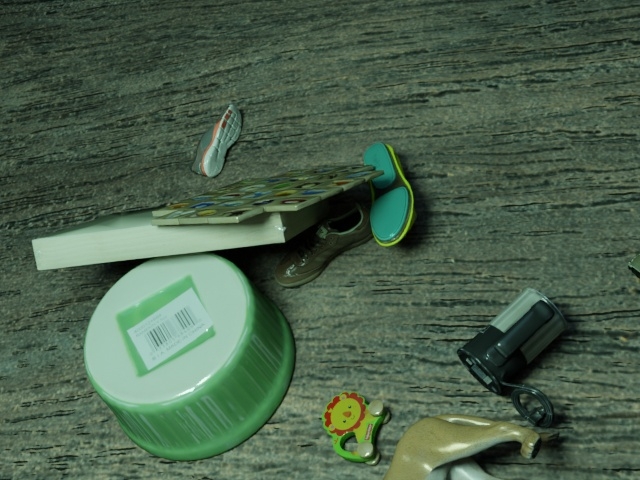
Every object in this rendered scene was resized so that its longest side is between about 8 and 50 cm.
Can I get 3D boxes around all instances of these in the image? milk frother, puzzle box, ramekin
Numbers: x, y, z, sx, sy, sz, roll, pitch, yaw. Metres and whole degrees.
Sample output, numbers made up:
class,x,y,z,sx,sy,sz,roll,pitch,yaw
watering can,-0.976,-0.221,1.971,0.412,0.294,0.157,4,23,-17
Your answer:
class,x,y,z,sx,sy,sz,roll,pitch,yaw
milk frother,0.288,0.160,1.264,0.134,0.129,0.143,-41,95,-11
puzzle box,-0.211,-0.022,1.487,0.408,0.272,0.052,-6,98,17
ramekin,-0.204,0.161,1.397,0.303,0.148,0.303,-10,53,13

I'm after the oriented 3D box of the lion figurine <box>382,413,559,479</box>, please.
class,x,y,z,sx,sy,sz,roll,pitch,yaw
lion figurine,0.110,0.339,1.182,0.240,0.142,0.392,20,50,39

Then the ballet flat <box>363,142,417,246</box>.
class,x,y,z,sx,sy,sz,roll,pitch,yaw
ballet flat,0.119,-0.064,1.486,0.077,0.077,0.231,-28,41,19

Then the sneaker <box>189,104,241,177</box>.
class,x,y,z,sx,sy,sz,roll,pitch,yaw
sneaker,-0.199,-0.188,1.711,0.065,0.061,0.158,5,56,31

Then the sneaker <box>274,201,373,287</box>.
class,x,y,z,sx,sy,sz,roll,pitch,yaw
sneaker,0.000,0.000,1.490,0.188,0.071,0.066,-34,51,-6

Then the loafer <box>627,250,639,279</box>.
class,x,y,z,sx,sy,sz,roll,pitch,yaw
loafer,0.489,0.100,1.236,0.087,0.094,0.251,-29,45,13

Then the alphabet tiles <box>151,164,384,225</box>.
class,x,y,z,sx,sy,sz,roll,pitch,yaw
alphabet tiles,-0.079,-0.072,1.417,0.285,0.011,0.342,0,15,37

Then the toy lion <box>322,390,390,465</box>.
class,x,y,z,sx,sy,sz,roll,pitch,yaw
toy lion,0.044,0.261,1.311,0.096,0.034,0.100,-1,55,28
